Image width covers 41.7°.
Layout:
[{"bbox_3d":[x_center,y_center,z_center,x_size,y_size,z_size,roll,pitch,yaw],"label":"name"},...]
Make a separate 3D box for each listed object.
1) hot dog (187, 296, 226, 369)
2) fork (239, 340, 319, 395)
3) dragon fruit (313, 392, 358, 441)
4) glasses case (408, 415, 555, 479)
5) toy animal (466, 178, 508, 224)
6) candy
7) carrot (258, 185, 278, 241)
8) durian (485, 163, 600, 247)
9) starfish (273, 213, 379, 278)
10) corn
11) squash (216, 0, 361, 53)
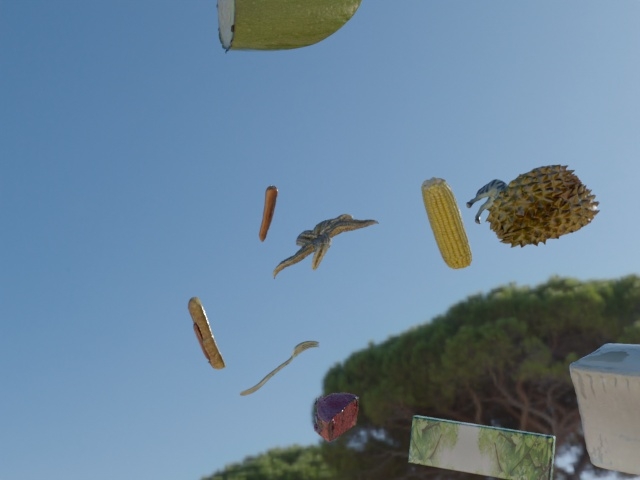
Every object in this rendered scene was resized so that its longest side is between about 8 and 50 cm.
[{"bbox_3d":[-0.311,0.255,2.267,0.047,0.216,0.066,-24,16,-18],"label":"hot dog"},{"bbox_3d":[-0.096,0.292,1.932,0.219,0.028,0.034,-33,-26,-20],"label":"fork"},{"bbox_3d":[0.027,0.458,2.213,0.096,0.102,0.147,14,22,34],"label":"dragon fruit"},{"bbox_3d":[0.311,0.405,1.631,0.272,0.095,0.062,5,-8,22],"label":"glasses case"},{"bbox_3d":[0.537,-0.097,2.363,0.255,0.170,0.090,11,-35,35],"label":"toy animal"},{"bbox_3d":[0.617,0.292,1.432,0.145,0.208,0.358,-21,9,-36],"label":"candy"},{"bbox_3d":[-0.152,-0.071,2.392,0.037,0.037,0.190,4,-58,-16],"label":"carrot"},{"bbox_3d":[0.514,-0.089,1.946,0.260,0.154,0.186,-38,-66,-6],"label":"durian"},{"bbox_3d":[0.000,0.000,1.985,0.277,0.236,0.062,-32,-74,3],"label":"starfish"},{"bbox_3d":[0.308,-0.043,2.053,0.081,0.081,0.248,-15,-61,15],"label":"corn"},{"bbox_3d":[-0.066,-0.466,1.667,0.260,0.189,0.189,-6,-29,-17],"label":"squash"}]
